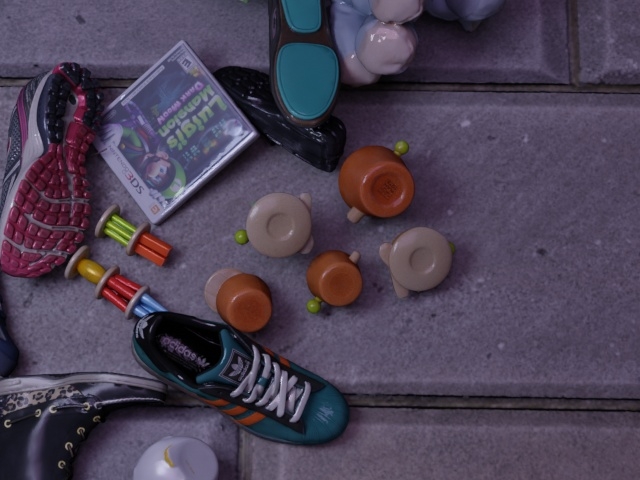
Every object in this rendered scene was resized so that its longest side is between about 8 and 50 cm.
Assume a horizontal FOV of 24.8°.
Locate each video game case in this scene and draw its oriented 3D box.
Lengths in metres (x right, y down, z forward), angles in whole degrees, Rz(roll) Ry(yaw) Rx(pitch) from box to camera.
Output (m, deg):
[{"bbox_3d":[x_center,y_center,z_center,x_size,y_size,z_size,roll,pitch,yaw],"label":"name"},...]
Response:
[{"bbox_3d":[-0.203,-0.146,1.963,0.190,0.022,0.173,-40,77,10],"label":"video game case"}]

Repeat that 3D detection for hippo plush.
[{"bbox_3d":[0.131,-0.322,1.968,0.237,0.294,0.234,-1,92,-26],"label":"hippo plush"}]

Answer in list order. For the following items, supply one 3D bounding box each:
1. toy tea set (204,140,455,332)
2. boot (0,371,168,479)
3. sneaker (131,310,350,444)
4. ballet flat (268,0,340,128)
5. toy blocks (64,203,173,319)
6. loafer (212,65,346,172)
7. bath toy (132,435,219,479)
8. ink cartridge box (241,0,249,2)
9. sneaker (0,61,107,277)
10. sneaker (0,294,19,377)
[{"bbox_3d":[0.000,0.000,1.924,0.336,0.124,0.200,-17,104,-8],"label":"toy tea set"},{"bbox_3d":[-0.310,0.259,1.847,0.237,0.085,0.178,-2,76,6],"label":"boot"},{"bbox_3d":[-0.099,0.176,1.836,0.302,0.121,0.108,23,77,-4],"label":"sneaker"},{"bbox_3d":[-0.026,-0.248,1.925,0.095,0.096,0.280,4,60,-11],"label":"ballet flat"},{"bbox_3d":[-0.244,0.038,1.924,0.148,0.054,0.123,32,77,9],"label":"toy blocks"},{"bbox_3d":[-0.062,-0.165,1.970,0.223,0.078,0.076,33,44,24],"label":"loafer"},{"bbox_3d":[-0.143,0.413,1.785,0.151,0.129,0.348,-12,70,-49],"label":"bath toy"},{"bbox_3d":[-0.089,-0.519,2.015,0.207,0.119,0.353,28,75,36],"label":"ink cartridge box"},{"bbox_3d":[-0.370,-0.088,1.935,0.112,0.121,0.299,-11,58,42],"label":"sneaker"},{"bbox_3d":[-0.464,0.027,1.900,0.131,0.112,0.319,-36,78,-6],"label":"sneaker"}]
